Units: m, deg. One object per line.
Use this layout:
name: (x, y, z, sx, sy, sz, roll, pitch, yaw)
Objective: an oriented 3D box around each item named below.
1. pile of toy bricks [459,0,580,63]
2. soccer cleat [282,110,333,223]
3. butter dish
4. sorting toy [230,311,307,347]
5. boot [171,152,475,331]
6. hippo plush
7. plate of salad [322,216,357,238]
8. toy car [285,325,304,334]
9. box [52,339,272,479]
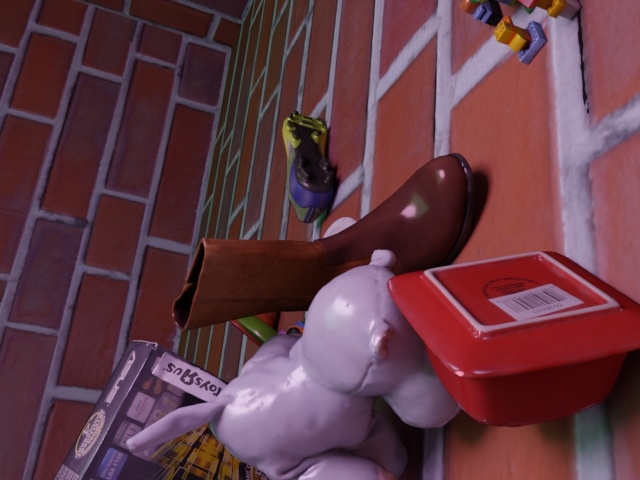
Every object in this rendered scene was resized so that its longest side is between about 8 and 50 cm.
pile of toy bricks: (0.176, -0.280, 0.669, 0.118, 0.105, 0.212, 123, 153, -46)
soccer cleat: (-0.034, -0.148, 1.225, 0.289, 0.093, 0.121, -99, 21, -50)
butter dish: (0.146, 0.086, 0.481, 0.160, 0.160, 0.118, -123, 26, -67)
sorting toy: (-0.075, 0.142, 1.181, 0.126, 0.127, 0.365, -50, 16, -14)
boot: (0.000, 0.000, 0.684, 0.264, 0.280, 0.096, -50, 48, 44)
hippo plush: (0.019, 0.116, 0.634, 0.236, 0.294, 0.234, -52, 16, 21)
plate of salad: (0.037, 0.066, 0.933, 0.200, 0.048, 0.200, -176, 90, -65)
toy car: (-0.028, 0.188, 0.990, 0.040, 0.060, 0.122, -42, -40, -67)
box: (-0.198, 0.374, 0.821, 0.097, 0.318, 0.395, -8, 51, 53)
